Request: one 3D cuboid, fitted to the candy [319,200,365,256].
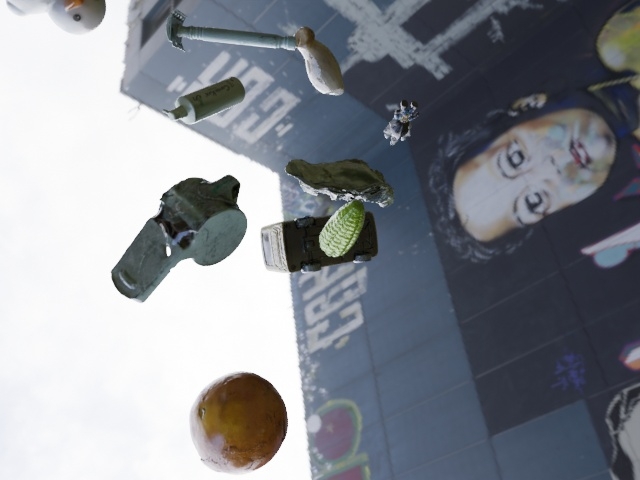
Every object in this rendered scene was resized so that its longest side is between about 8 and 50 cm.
[{"bbox_3d":[0.065,-0.038,1.781,0.097,0.209,0.096,10,-125,-16],"label":"candy"}]

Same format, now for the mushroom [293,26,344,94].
[{"bbox_3d":[-0.003,-0.482,1.839,0.212,0.088,0.097,55,-150,-37],"label":"mushroom"}]

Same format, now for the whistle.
[{"bbox_3d":[-0.369,-0.014,1.763,0.405,0.188,0.168,-35,-123,-25],"label":"whistle"}]

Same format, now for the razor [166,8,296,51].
[{"bbox_3d":[-0.162,-0.377,1.252,0.232,0.068,0.106,6,-169,-1],"label":"razor"}]

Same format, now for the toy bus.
[{"bbox_3d":[0.000,0.000,2.141,0.366,0.202,0.176,-8,-88,-36],"label":"toy bus"}]

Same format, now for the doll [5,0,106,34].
[{"bbox_3d":[-0.595,-0.569,1.540,0.221,0.221,0.251,26,-179,-37],"label":"doll"}]

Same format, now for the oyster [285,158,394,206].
[{"bbox_3d":[0.046,-0.130,1.449,0.199,0.087,0.252,25,-161,17],"label":"oyster"}]

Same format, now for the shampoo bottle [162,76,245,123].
[{"bbox_3d":[-0.337,-0.404,1.972,0.262,0.085,0.085,-36,-90,-42],"label":"shampoo bottle"}]

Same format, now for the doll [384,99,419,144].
[{"bbox_3d":[0.273,-0.394,2.293,0.096,0.195,0.070,6,-128,-12],"label":"doll"}]

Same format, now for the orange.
[{"bbox_3d":[-0.192,0.431,1.599,0.240,0.240,0.240,33,-142,-30],"label":"orange"}]
